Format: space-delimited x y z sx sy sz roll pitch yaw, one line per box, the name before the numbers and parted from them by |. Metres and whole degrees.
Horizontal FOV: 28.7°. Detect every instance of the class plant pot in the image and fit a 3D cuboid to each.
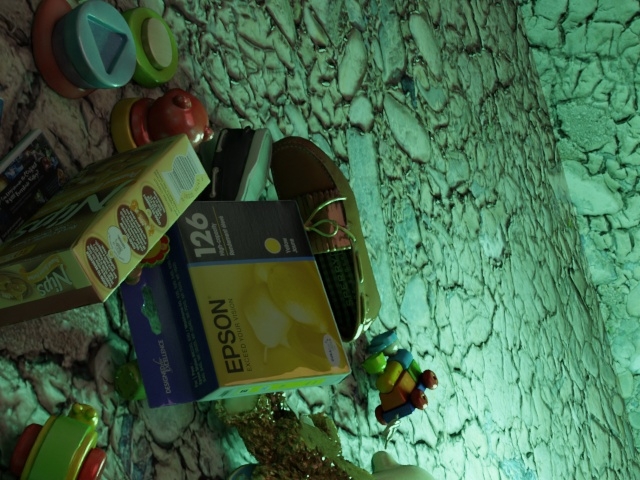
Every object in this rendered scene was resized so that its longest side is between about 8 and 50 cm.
plant pot | -0.250 0.197 1.798 0.079 0.083 0.083 -12 88 -49

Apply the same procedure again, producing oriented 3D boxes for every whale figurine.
whale figurine | 0.098 0.485 2.239 0.272 0.141 0.216 16 56 -30

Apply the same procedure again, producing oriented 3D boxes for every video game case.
video game case | -0.390 -0.035 1.708 0.173 0.022 0.190 62 33 -24

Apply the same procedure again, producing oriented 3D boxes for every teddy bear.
teddy bear | -0.047 0.342 2.009 0.338 0.113 0.245 42 19 -24

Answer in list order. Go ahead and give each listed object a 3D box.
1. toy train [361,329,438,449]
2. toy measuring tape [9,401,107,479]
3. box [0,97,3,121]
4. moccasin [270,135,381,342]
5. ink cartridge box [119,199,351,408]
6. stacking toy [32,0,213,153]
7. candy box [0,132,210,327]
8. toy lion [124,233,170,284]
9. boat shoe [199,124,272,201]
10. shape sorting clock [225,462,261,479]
toy train | 0.126 0.276 2.368 0.143 0.105 0.248 58 26 -8
toy measuring tape | -0.345 0.318 1.528 0.121 0.121 0.330 57 34 -29
box | -0.442 -0.061 1.481 0.136 0.036 0.225 -41 154 -58
moccasin | -0.003 0.000 2.194 0.147 0.139 0.380 -57 136 -63
ink cartridge box | -0.136 0.082 1.850 0.307 0.072 0.304 -2 64 -34
stacking toy | -0.276 -0.291 1.905 0.309 0.130 0.280 45 42 -43
candy box | -0.297 -0.018 1.651 0.088 0.183 0.316 63 32 -20
toy lion | -0.271 0.008 1.802 0.100 0.034 0.096 31 63 1
boat shoe | -0.155 -0.058 2.056 0.114 0.091 0.303 79 22 -51
shape sorting clock | -0.099 0.454 1.971 0.206 0.040 0.206 33 50 -50
